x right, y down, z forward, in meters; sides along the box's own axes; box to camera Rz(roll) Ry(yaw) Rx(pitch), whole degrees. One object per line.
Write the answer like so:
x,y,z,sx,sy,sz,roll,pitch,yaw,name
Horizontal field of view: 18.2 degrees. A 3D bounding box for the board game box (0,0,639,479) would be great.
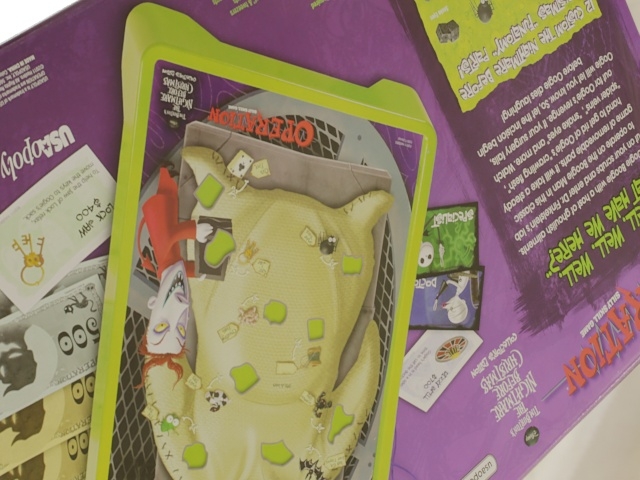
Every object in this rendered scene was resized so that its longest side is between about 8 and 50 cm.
0.000,0.000,0.626,0.056,0.347,0.208,-16,-76,45,board game box
